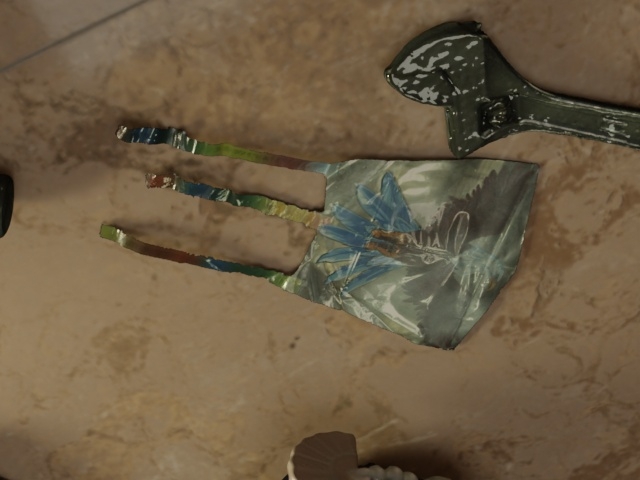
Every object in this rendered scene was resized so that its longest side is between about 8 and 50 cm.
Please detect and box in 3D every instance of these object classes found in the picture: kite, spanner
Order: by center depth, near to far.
[{"bbox_3d":[0.196,-0.083,0.662,0.325,0.026,0.093,9,119,-14],"label":"spanner"},{"bbox_3d":[0.000,0.001,0.693,0.310,0.015,0.169,8,121,-12],"label":"kite"}]

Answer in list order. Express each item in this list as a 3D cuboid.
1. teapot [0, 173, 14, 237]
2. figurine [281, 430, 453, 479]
[{"bbox_3d":[-0.260,-0.028,0.628,0.110,0.043,0.043,6,121,-8],"label":"teapot"},{"bbox_3d":[0.072,0.330,0.779,0.361,0.253,0.211,33,129,-32],"label":"figurine"}]
